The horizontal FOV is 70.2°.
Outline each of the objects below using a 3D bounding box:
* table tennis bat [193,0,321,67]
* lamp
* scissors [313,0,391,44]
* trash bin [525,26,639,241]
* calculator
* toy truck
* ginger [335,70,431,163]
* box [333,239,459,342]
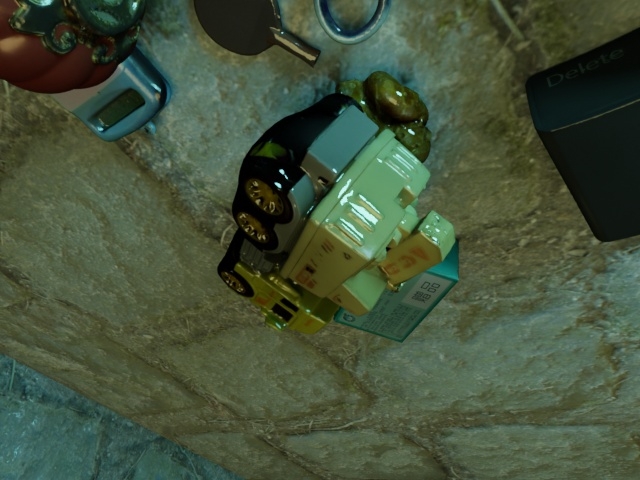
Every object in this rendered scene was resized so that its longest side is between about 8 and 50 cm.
[{"bbox_3d":[-0.089,-0.232,0.535,0.170,0.119,0.107,26,140,-11],"label":"table tennis bat"},{"bbox_3d":[-0.290,-0.268,0.461,0.227,0.227,0.227,8,139,7],"label":"lamp"},{"bbox_3d":[0.053,-0.380,0.392,0.256,0.029,0.383,36,133,-18],"label":"scissors"},{"bbox_3d":[0.371,-0.115,0.541,0.165,0.115,0.225,-21,132,33],"label":"trash bin"},{"bbox_3d":[-0.343,-0.259,0.634,0.173,0.051,0.293,-19,129,31],"label":"calculator"},{"bbox_3d":[0.000,0.000,0.643,0.254,0.180,0.405,41,150,3],"label":"toy truck"},{"bbox_3d":[0.096,-0.156,0.603,0.103,0.073,0.162,-15,126,35],"label":"ginger"},{"bbox_3d":[0.131,0.079,0.842,0.153,0.092,0.245,18,140,-5],"label":"box"}]
